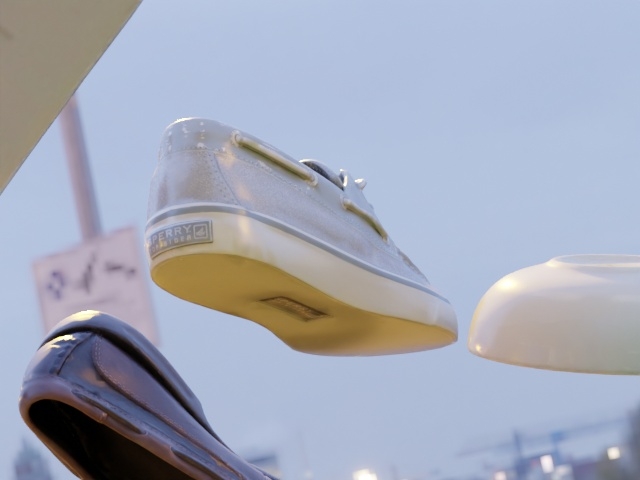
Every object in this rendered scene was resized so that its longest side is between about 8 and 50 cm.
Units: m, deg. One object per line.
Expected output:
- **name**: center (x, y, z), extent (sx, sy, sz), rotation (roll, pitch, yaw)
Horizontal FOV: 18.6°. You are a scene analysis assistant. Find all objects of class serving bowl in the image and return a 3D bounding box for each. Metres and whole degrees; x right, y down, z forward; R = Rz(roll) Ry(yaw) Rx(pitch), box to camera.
- **serving bowl**: center (0.084, 0.019, 0.557), extent (0.083, 0.027, 0.083), rotation (0, 6, 0)

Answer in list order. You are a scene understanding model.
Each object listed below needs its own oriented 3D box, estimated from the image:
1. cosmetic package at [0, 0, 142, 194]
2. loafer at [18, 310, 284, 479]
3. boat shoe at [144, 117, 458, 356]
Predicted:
- **cosmetic package**: center (-0.152, -0.269, 0.455), extent (0.327, 0.394, 0.329), rotation (38, -4, -37)
- **loafer**: center (-0.073, 0.178, 1.203), extent (0.109, 0.302, 0.095), rotation (-41, 7, 24)
- **boat shoe**: center (-0.001, 0.000, 0.898), extent (0.079, 0.081, 0.227), rotation (-10, -20, 28)
